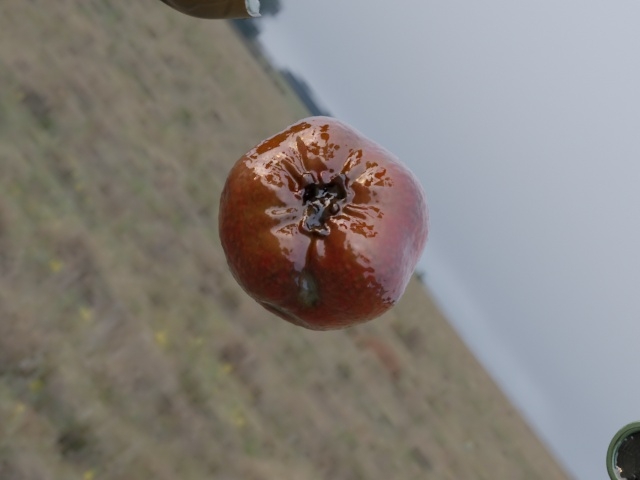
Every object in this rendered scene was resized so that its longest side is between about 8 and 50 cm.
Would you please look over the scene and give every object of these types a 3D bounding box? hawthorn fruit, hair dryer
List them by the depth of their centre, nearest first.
[{"bbox_3d":[0.236,0.100,1.028,0.071,0.150,0.047,24,31,-52],"label":"hair dryer"},{"bbox_3d":[0.000,0.000,1.796,0.207,0.207,0.243,53,-12,12],"label":"hawthorn fruit"}]

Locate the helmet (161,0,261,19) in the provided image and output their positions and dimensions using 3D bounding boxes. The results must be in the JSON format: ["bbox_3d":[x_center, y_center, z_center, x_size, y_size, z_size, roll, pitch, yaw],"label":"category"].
[{"bbox_3d":[-0.139,-0.330,1.908,0.198,0.130,0.224,101,-28,-45],"label":"helmet"}]
